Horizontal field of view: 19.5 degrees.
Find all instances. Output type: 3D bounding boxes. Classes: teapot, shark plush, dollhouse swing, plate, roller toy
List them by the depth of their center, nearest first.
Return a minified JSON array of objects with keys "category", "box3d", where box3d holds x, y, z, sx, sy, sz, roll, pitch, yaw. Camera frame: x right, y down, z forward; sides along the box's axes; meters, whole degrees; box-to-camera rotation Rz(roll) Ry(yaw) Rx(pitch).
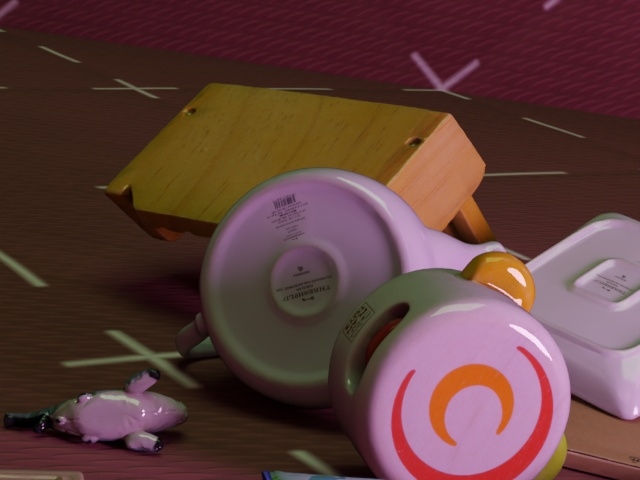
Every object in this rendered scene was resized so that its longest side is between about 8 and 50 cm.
[{"category":"roller toy","box3d":[0.108,0.124,1.621,0.191,0.209,0.146,-11,17,-11]},{"category":"shark plush","box3d":[-0.200,0.166,1.673,0.161,0.073,0.067,-15,-4,-3]},{"category":"teapot","box3d":[0.009,0.055,1.847,0.256,0.252,0.187,28,0,20]},{"category":"plate","box3d":[0.313,0.060,1.968,0.278,0.045,0.277,-30,35,-29]},{"category":"dollhouse swing","box3d":[0.000,0.000,2.174,0.347,0.305,0.315,11,44,34]}]

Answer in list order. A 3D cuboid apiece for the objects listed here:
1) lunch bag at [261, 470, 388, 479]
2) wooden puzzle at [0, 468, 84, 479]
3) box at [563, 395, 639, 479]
[{"category":"lunch bag","box3d":[0.019,0.231,1.366,0.128,0.096,0.151,5,4,-8]},{"category":"wooden puzzle","box3d":[-0.283,0.219,1.395,0.221,0.044,0.238,3,10,-12]},{"category":"box","box3d":[0.289,0.194,1.791,0.201,0.021,0.164,12,15,20]}]
